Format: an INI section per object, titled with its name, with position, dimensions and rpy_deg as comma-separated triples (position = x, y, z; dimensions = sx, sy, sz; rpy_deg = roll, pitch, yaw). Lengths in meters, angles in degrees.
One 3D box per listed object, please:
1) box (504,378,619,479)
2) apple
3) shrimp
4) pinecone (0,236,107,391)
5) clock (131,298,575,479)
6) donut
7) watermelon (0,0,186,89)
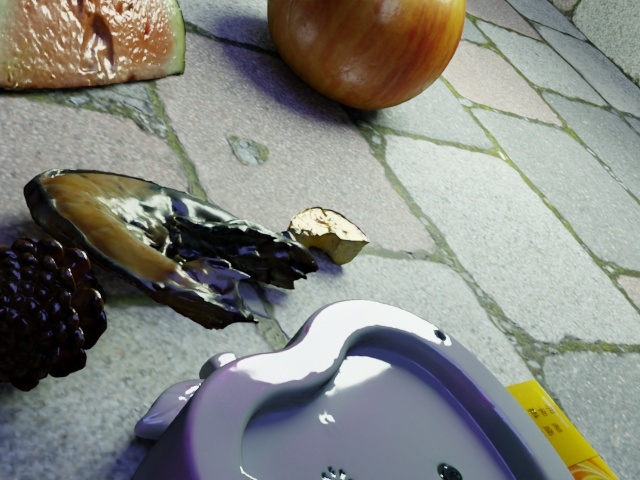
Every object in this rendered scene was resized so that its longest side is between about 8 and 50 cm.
[box]
position = 0.225, 0.243, 0.760
dimensions = 0.152, 0.043, 0.269
rpy_deg = -2, 46, -45
[apple]
position = 0.067, -0.318, 1.206
dimensions = 0.286, 0.233, 0.286
rpy_deg = 25, 30, -16
[shrimp]
position = -0.090, 0.013, 0.710
dimensions = 0.290, 0.054, 0.222
rpy_deg = 16, 14, -40
[pinecone]
position = -0.189, 0.041, 0.581
dimensions = 0.102, 0.102, 0.109
rpy_deg = 27, 13, -14
[clock]
position = 0.038, 0.179, 0.608
dimensions = 0.339, 0.102, 0.338
rpy_deg = 25, 31, -16
[donut]
position = 0.000, 0.000, 0.886
dimensions = 0.067, 0.038, 0.083
rpy_deg = 45, 36, 12
[watermelon]
position = -0.281, -0.243, 0.916
dimensions = 0.128, 0.159, 0.303
rpy_deg = 6, 16, 29
